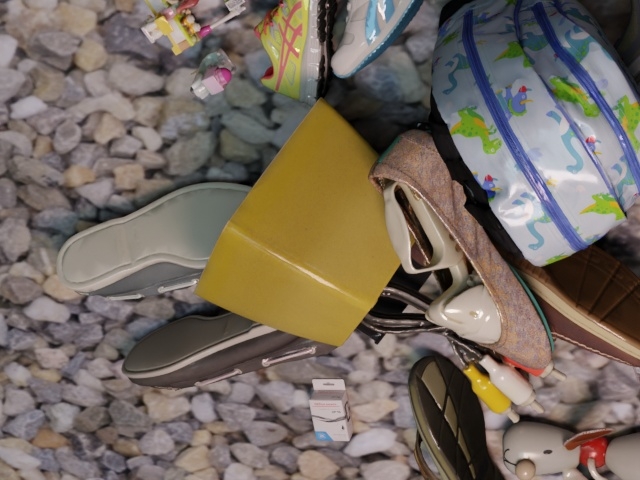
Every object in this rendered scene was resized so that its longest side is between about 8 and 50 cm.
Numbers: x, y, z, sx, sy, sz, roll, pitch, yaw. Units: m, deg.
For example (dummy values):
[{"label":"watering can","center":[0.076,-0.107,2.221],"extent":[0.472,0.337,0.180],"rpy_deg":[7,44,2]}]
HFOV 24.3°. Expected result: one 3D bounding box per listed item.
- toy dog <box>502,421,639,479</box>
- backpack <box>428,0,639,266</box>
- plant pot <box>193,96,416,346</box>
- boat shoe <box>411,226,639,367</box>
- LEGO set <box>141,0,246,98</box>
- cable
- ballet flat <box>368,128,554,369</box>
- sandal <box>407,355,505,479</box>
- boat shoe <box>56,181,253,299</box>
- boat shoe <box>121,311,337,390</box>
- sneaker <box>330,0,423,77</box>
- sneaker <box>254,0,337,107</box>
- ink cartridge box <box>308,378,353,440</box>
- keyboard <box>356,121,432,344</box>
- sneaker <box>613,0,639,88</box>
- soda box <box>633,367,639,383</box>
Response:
[{"label":"toy dog","center":[0.396,0.305,1.864],"extent":[0.334,0.161,0.220],"rpy_deg":[-18,110,25]},{"label":"backpack","center":[0.230,-0.120,1.558],"extent":[0.273,0.355,0.290],"rpy_deg":[-21,102,27]},{"label":"plant pot","center":[0.000,0.000,1.751],"extent":[0.187,0.212,0.212],"rpy_deg":[34,153,1]},{"label":"boat shoe","center":[0.252,0.061,1.766],"extent":[0.342,0.123,0.123],"rpy_deg":[29,132,11]},{"label":"LEGO set","center":[-0.181,-0.306,1.737],"extent":[0.107,0.132,0.287],"rpy_deg":[-26,129,22]},{"label":"cable","center":[0.180,0.121,1.857],"extent":[0.287,0.072,0.139],"rpy_deg":[29,122,-20]},{"label":"ballet flat","center":[0.146,0.030,1.669],"extent":[0.316,0.106,0.107],"rpy_deg":[59,150,-6]},{"label":"sandal","center":[0.170,0.294,1.962],"extent":[0.086,0.120,0.302],"rpy_deg":[-5,117,36]},{"label":"boat shoe","center":[-0.186,0.008,1.949],"extent":[0.319,0.116,0.099],"rpy_deg":[-15,155,17]},{"label":"boat shoe","center":[-0.119,0.147,1.970],"extent":[0.335,0.112,0.095],"rpy_deg":[-21,121,32]},{"label":"sneaker","center":[0.069,-0.289,1.701],"extent":[0.092,0.087,0.228],"rpy_deg":[35,115,5]},{"label":"sneaker","center":[-0.034,-0.255,1.748],"extent":[0.094,0.081,0.208],"rpy_deg":[13,121,13]},{"label":"ink cartridge box","center":[0.013,0.231,2.024],"extent":[0.048,0.028,0.083],"rpy_deg":[-2,116,19]},{"label":"keyboard","center":[0.134,0.009,1.867],"extent":[0.201,0.033,0.317],"rpy_deg":[34,123,-1]},{"label":"sneaker","center":[0.387,-0.184,1.652],"extent":[0.121,0.111,0.300],"rpy_deg":[9,118,30]},{"label":"soda box","center":[0.495,0.093,1.764],"extent":[0.263,0.083,0.092],"rpy_deg":[-12,114,22]}]
